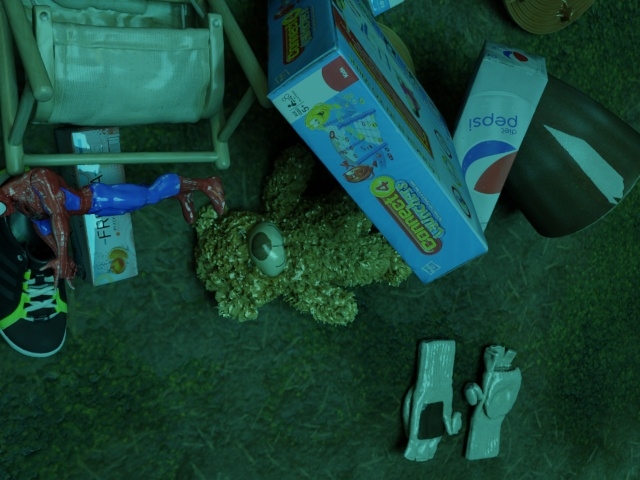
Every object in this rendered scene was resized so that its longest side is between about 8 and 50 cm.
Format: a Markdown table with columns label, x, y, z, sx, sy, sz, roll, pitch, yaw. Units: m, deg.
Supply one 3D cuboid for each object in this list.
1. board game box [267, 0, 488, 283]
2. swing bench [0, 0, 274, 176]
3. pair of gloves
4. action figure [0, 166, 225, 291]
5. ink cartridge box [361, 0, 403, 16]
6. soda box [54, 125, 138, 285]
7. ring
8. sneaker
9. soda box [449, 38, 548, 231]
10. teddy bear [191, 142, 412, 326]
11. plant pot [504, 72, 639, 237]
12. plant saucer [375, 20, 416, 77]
| label | x | y | z | sx | sy | sz | roll | pitch | yaw |
| --- | --- | --- | --- | --- | --- | --- | --- | --- | --- |
| board game box | 0.061 | -0.154 | 0.999 | 0.086 | 0.302 | 0.308 | -30 | 123 | 19 |
| swing bench | -0.214 | -0.218 | 0.911 | 0.253 | 0.165 | 0.254 | -4 | 68 | -31 |
| pair of gloves | 0.239 | 0.268 | 1.405 | 0.240 | 0.042 | 0.204 | 11 | 94 | -35 |
| action figure | -0.229 | -0.008 | 0.906 | 0.280 | 0.091 | 0.139 | 2 | 77 | -46 |
| ink cartridge box | 0.085 | -0.344 | 1.137 | 0.122 | 0.088 | 0.052 | -34 | 117 | -23 |
| soda box | -0.262 | -0.044 | 0.994 | 0.058 | 0.063 | 0.183 | -13 | 107 | -33 |
| ring | 0.388 | -0.471 | 1.273 | 0.336 | 0.032 | 0.336 | -27 | 135 | -31 |
| sneaker | -0.328 | 0.029 | 0.947 | 0.084 | 0.097 | 0.234 | -15 | 108 | -30 |
| soda box | 0.222 | -0.125 | 1.190 | 0.091 | 0.098 | 0.286 | 18 | 120 | 2 |
| teddy bear | 0.000 | 0.000 | 1.148 | 0.338 | 0.113 | 0.245 | 10 | 93 | -34 |
| plant pot | 0.335 | -0.157 | 1.291 | 0.230 | 0.215 | 0.215 | 40 | 78 | -18 |
| plant saucer | 0.059 | -0.208 | 1.183 | 0.200 | 0.037 | 0.200 | -8 | 104 | -32 |
